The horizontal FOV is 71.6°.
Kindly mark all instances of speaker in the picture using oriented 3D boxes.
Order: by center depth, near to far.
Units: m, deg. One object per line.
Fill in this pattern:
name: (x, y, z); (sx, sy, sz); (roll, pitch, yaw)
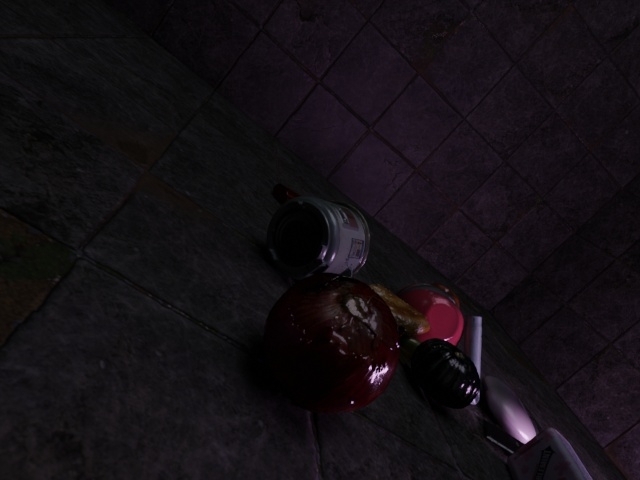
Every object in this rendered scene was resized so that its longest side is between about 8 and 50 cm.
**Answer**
speaker: (0.402, 0.301, 1.704); (0.294, 0.294, 0.294); (39, 14, -12)

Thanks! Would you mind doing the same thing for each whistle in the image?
whistle: (0.547, 0.427, 1.600); (0.062, 0.312, 0.062); (8, -16, 2)

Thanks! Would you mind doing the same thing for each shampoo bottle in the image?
shampoo bottle: (-0.100, -0.173, 1.988); (0.260, 0.064, 0.102); (23, 23, -52)

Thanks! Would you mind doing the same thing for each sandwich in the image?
sandwich: (0.271, 0.375, 1.423); (0.044, 0.031, 0.083); (34, 16, -24)

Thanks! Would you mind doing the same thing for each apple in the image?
apple: (0.558, 0.301, 2.127); (0.210, 0.173, 0.235); (49, 17, 27)

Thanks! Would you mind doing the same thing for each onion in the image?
onion: (0.018, 0.197, 0.863); (0.276, 0.276, 0.276); (39, 14, -12)

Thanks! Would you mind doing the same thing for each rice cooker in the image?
rice cooker: (0.000, 0.000, 1.351); (0.316, 0.264, 0.316); (41, 23, -21)

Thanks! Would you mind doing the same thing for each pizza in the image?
pizza: (0.219, 0.232, 1.527); (0.335, 0.086, 0.226); (22, 18, -15)

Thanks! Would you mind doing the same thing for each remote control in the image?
remote control: (0.703, 0.631, 1.670); (0.221, 0.103, 0.332); (49, 15, 3)

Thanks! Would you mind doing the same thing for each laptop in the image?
laptop: (0.615, 0.661, 1.444); (0.180, 0.016, 0.129); (29, 10, 14)

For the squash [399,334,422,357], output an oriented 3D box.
squash: (0.356, 0.398, 1.511); (0.258, 0.069, 0.069); (42, 14, -2)

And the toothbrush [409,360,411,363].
toothbrush: (0.338, 0.436, 1.463); (0.167, 0.011, 0.014); (41, 9, -5)

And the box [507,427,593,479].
box: (0.638, 0.684, 1.170); (0.112, 0.190, 0.370); (41, 15, -4)

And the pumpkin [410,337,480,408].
pumpkin: (0.379, 0.404, 1.360); (0.220, 0.162, 0.220); (34, 7, -5)
